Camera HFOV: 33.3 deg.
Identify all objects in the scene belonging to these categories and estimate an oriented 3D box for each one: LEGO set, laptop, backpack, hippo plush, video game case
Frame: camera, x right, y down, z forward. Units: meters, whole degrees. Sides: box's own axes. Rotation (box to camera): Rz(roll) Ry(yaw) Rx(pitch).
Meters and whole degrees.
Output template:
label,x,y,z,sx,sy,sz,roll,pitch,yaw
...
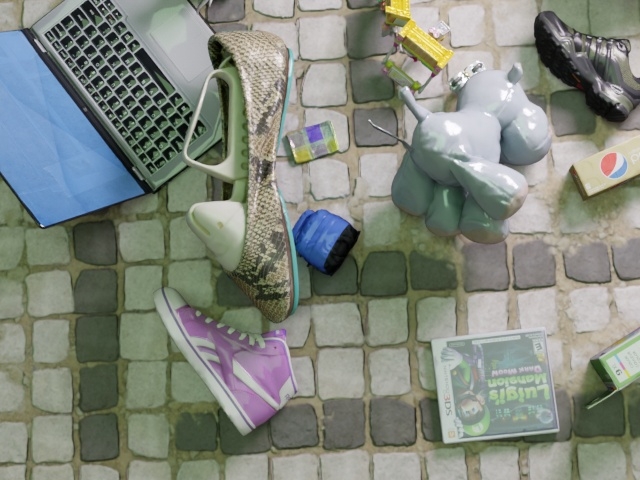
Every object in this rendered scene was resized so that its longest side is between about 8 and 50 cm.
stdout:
label,x,y,z,sx,sy,sz,roll,pitch,yaw
LEGO set,0.147,-0.354,1.821,0.132,0.107,0.287,-24,74,-32
laptop,-0.372,-0.274,1.776,0.408,0.236,0.382,-38,82,0
backpack,0.000,0.000,1.764,0.101,0.120,0.098,26,87,8
hippo plush,0.239,-0.159,1.745,0.294,0.234,0.236,44,58,-6
video game case,0.285,0.237,1.756,0.190,0.022,0.173,-7,83,5

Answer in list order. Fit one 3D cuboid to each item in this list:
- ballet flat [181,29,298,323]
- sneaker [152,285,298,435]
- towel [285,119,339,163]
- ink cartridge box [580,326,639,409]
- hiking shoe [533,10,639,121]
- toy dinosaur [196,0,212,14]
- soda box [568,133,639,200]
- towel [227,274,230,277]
label,x,y,z,sx,sy,sz,roll,pitch,yaw
ballet flat,-0.138,-0.107,1.729,0.182,0.164,0.482,3,82,-27
sneaker,-0.147,0.164,1.777,0.161,0.102,0.282,-37,92,-3
towel,-0.014,-0.169,1.841,0.083,0.009,0.060,-15,81,4
ink cartridge box,0.490,0.186,1.698,0.209,0.109,0.062,-33,81,2
hiking shoe,0.454,-0.306,1.783,0.114,0.086,0.227,-40,87,-14
toy dinosaur,-0.116,-0.530,1.858,0.313,0.121,0.160,-30,93,-3
soda box,0.506,-0.131,1.759,0.181,0.058,0.061,-24,81,3
towel,-0.150,0.001,1.825,0.067,0.029,0.119,-23,81,2
